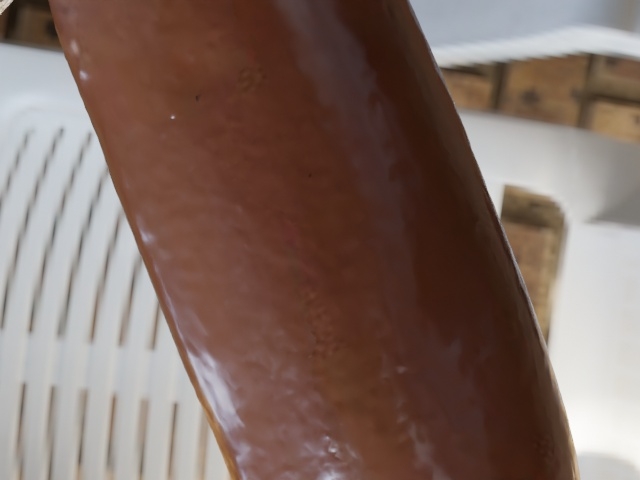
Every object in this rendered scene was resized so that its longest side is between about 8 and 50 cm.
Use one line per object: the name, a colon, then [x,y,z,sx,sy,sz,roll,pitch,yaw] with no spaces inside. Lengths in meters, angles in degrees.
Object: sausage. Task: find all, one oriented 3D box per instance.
sausage: [0.000,0.000,0.383,0.077,0.077,0.194,-2,110,68]

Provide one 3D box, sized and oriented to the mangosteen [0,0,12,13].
mangosteen: [-0.114,-0.108,0.402,0.152,0.152,0.152,-172,90,-68]
